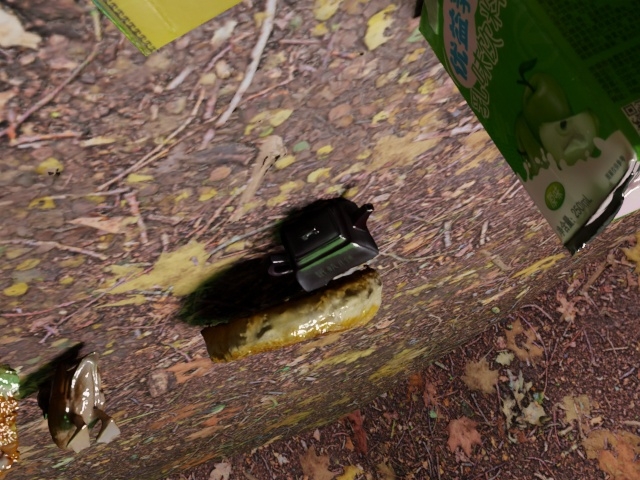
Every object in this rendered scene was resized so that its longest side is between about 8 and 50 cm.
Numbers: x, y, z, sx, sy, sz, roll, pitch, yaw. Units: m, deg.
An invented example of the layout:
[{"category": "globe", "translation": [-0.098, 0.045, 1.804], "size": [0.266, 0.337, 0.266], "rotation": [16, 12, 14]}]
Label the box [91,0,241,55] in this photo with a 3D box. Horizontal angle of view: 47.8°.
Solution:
[{"category": "box", "translation": [-0.032, -0.229, 0.445], "size": [0.278, 0.041, 0.153], "rotation": [-27, 160, 7]}]

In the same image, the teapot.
[{"category": "teapot", "translation": [0.000, 0.000, 0.987], "size": [0.177, 0.087, 0.096], "rotation": [-29, 156, 13]}]

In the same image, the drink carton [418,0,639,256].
[{"category": "drink carton", "translation": [0.191, -0.143, 0.577], "size": [0.108, 0.271, 0.161], "rotation": [-24, 159, -12]}]

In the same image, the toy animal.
[{"category": "toy animal", "translation": [-0.386, 0.236, 1.121], "size": [0.089, 0.179, 0.188], "rotation": [0, 111, -47]}]

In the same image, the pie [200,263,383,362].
[{"category": "pie", "translation": [-0.046, 0.126, 1.139], "size": [0.315, 0.093, 0.315], "rotation": [-19, 176, -1]}]

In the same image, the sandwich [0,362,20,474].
[{"category": "sandwich", "translation": [-0.484, 0.266, 1.002], "size": [0.184, 0.160, 0.109], "rotation": [-28, 180, 32]}]
